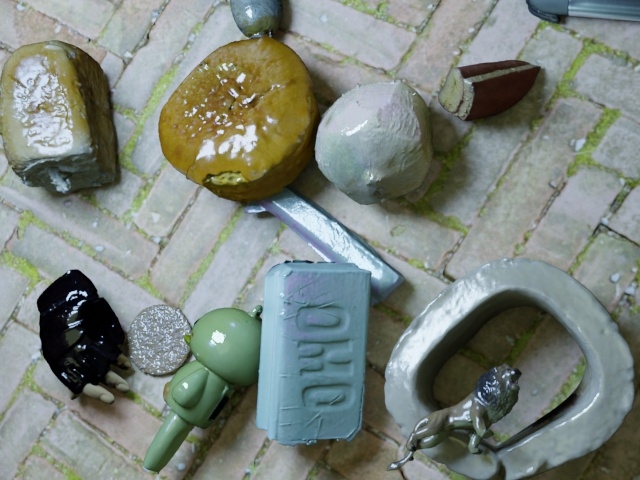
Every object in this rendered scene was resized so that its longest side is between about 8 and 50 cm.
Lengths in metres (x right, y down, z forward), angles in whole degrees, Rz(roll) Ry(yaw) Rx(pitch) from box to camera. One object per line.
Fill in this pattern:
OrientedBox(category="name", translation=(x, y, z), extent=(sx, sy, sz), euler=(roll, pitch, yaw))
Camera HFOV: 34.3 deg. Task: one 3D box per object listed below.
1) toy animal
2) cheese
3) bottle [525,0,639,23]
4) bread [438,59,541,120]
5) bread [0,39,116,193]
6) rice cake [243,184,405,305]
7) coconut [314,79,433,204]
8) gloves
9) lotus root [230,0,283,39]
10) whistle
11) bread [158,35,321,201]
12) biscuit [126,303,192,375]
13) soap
OrientedBox(category="toy animal", translation=(0.181, 0.249, 1.363), extent=(0.219, 0.069, 0.086), euler=(-33, 52, 3))
OrientedBox(category="cheese", translation=(0.264, 0.196, 1.459), extent=(0.332, 0.153, 0.292), euler=(-38, 72, 8))
OrientedBox(category="bottle", translation=(0.437, -0.366, 1.557), extent=(0.253, 0.079, 0.096), euler=(9, 121, 16))
OrientedBox(category="bread", translation=(0.243, -0.223, 1.565), extent=(0.119, 0.192, 0.067), euler=(-40, 74, 45))
OrientedBox(category="bread", translation=(-0.445, -0.188, 1.709), extent=(0.176, 0.195, 0.246), euler=(-14, 76, 9))
OrientedBox(category="rice cake", translation=(0.003, -0.001, 1.624), extent=(0.290, 0.051, 0.081), euler=(37, 90, 21))
OrientedBox(category="coconut", translation=(0.084, -0.144, 1.562), extent=(0.194, 0.194, 0.194), euler=(-3, 79, 15))
OrientedBox(category="gloves", translation=(-0.378, 0.171, 1.667), extent=(0.164, 0.124, 0.203), euler=(-50, 57, 27))
OrientedBox(category="lotus root", translation=(-0.107, -0.402, 1.716), extent=(0.088, 0.088, 0.165), euler=(-16, 66, 13))
OrientedBox(category="whistle", translation=(-0.187, 0.212, 1.592), extent=(0.294, 0.141, 0.141), euler=(-43, 72, 1))
OrientedBox(category="bread", translation=(-0.114, -0.186, 1.623), extent=(0.268, 0.146, 0.269), euler=(-8, 64, 17))
OrientedBox(category="biscuit", translation=(-0.262, 0.162, 1.687), extent=(0.120, 0.015, 0.120), euler=(-3, 80, 17))
OrientedBox(category="soap", translation=(-0.011, 0.163, 1.521), extent=(0.150, 0.094, 0.262), euler=(2, 95, -17))
